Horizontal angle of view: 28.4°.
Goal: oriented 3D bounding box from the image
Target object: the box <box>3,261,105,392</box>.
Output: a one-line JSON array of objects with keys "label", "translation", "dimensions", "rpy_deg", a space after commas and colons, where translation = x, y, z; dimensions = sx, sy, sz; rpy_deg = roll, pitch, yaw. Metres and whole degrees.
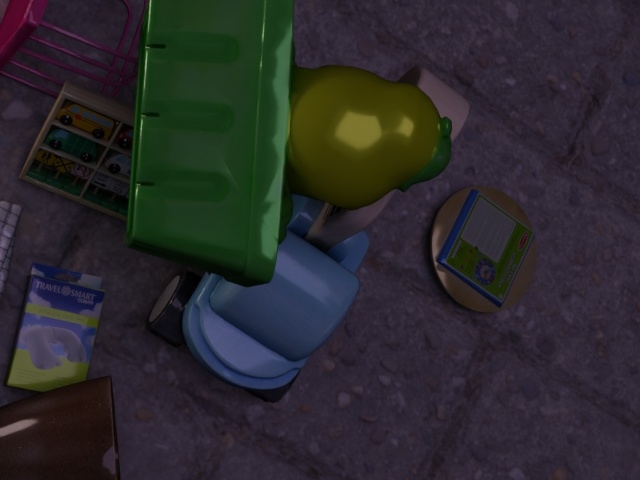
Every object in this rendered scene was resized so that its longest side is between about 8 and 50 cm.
[{"label": "box", "translation": [-0.369, 0.126, 1.768], "dimensions": [0.109, 0.042, 0.178], "rpy_deg": [14, 79, -20]}]

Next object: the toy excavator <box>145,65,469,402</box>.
[{"label": "toy excavator", "translation": [0.000, 0.000, 1.716], "dimensions": [0.222, 0.445, 0.433], "rpy_deg": [35, 72, -15]}]

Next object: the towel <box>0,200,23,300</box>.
[{"label": "towel", "translation": [-0.543, 0.058, 1.668], "dimensions": [0.235, 0.121, 0.283], "rpy_deg": [19, 75, -21]}]

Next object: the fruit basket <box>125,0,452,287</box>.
[{"label": "fruit basket", "translation": [-0.040, -0.126, 1.521], "dimensions": [0.392, 0.283, 0.392], "rpy_deg": [1, 86, -12]}]

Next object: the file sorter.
[{"label": "file sorter", "translation": [-0.315, -0.313, 1.716], "dimensions": [0.182, 0.291, 0.202], "rpy_deg": [22, 75, -21]}]

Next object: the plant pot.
[{"label": "plant pot", "translation": [-0.384, 0.295, 1.668], "dimensions": [0.230, 0.215, 0.215], "rpy_deg": [-4, 84, -8]}]

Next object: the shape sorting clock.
[{"label": "shape sorting clock", "translation": [0.264, 0.014, 2.041], "dimensions": [0.206, 0.040, 0.206], "rpy_deg": [5, 78, -24]}]

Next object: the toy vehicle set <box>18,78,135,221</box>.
[{"label": "toy vehicle set", "translation": [-0.268, -0.104, 1.781], "dimensions": [0.267, 0.166, 0.035], "rpy_deg": [22, 36, -18]}]
